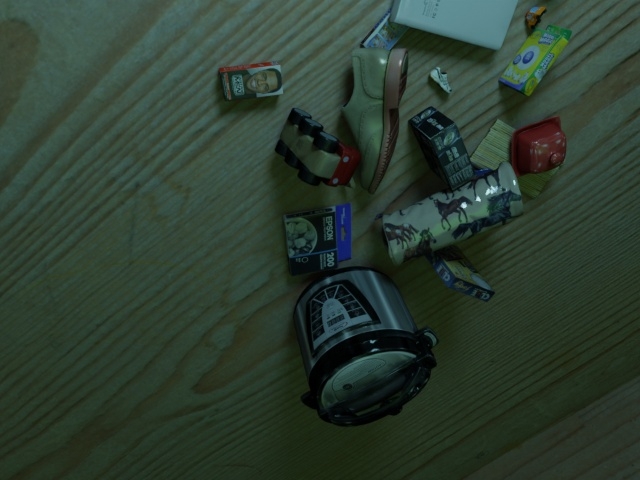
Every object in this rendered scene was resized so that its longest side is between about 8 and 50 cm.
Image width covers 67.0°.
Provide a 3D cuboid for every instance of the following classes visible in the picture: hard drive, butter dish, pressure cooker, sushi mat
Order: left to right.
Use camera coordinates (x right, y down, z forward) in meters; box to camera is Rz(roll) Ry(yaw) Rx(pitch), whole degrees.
[{"bbox_3d":[0.130,0.329,1.445,0.376,0.420,0.369,4,129,-19],"label":"pressure cooker"},{"bbox_3d":[0.330,-0.586,1.141,0.308,0.040,0.203,4,116,-23],"label":"hard drive"},{"bbox_3d":[0.598,-0.242,1.472,0.317,0.019,0.151,20,114,-26],"label":"sushi mat"},{"bbox_3d":[0.647,-0.255,1.395,0.160,0.118,0.159,-19,123,-4],"label":"butter dish"}]

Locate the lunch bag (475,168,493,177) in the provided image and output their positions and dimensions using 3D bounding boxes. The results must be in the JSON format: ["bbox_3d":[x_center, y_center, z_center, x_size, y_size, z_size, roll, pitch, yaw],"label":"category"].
[{"bbox_3d":[0.484,-0.174,1.449,0.099,0.065,0.067,-6,128,9],"label":"lunch bag"}]

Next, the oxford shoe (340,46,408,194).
[{"bbox_3d":[0.128,-0.304,1.255,0.147,0.140,0.396,14,127,12],"label":"oxford shoe"}]

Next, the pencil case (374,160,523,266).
[{"bbox_3d":[0.368,-0.077,1.369,0.411,0.183,0.159,-24,122,13],"label":"pencil case"}]

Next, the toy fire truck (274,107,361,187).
[{"bbox_3d":[0.030,-0.202,1.229,0.246,0.217,0.158,7,120,-37],"label":"toy fire truck"}]

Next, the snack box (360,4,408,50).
[{"bbox_3d":[0.181,-0.524,1.167,0.064,0.022,0.178,34,108,-33],"label":"snack box"}]

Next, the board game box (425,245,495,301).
[{"bbox_3d":[0.407,0.077,1.485,0.165,0.243,0.042,21,115,-26],"label":"board game box"}]

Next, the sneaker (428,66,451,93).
[{"bbox_3d":[0.323,-0.420,1.269,0.083,0.032,0.037,32,109,-31],"label":"sneaker"}]

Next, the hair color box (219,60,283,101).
[{"bbox_3d":[-0.164,-0.378,1.149,0.141,0.043,0.071,-11,123,-10],"label":"hair color box"}]

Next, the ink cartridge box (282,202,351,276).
[{"bbox_3d":[0.000,0.000,1.440,0.208,0.045,0.206,-11,124,-11],"label":"ink cartridge box"}]

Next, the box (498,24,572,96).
[{"bbox_3d":[0.558,-0.475,1.257,0.043,0.105,0.179,22,113,-28],"label":"box"}]

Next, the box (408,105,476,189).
[{"bbox_3d":[0.329,-0.252,1.309,0.078,0.147,0.180,-31,124,6],"label":"box"}]

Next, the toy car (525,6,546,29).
[{"bbox_3d":[0.568,-0.601,1.233,0.041,0.060,0.122,38,89,12],"label":"toy car"}]
